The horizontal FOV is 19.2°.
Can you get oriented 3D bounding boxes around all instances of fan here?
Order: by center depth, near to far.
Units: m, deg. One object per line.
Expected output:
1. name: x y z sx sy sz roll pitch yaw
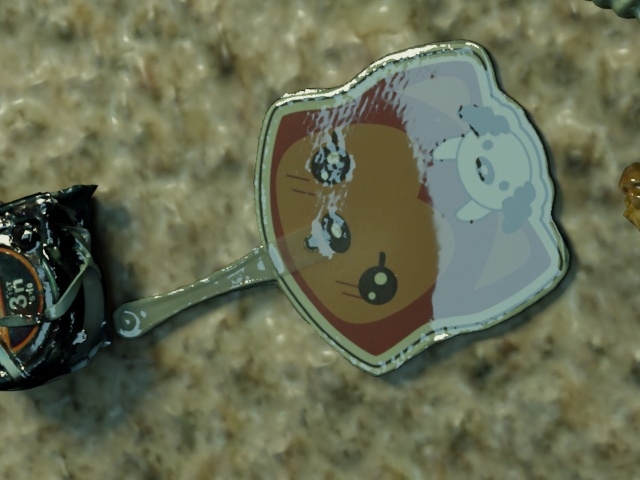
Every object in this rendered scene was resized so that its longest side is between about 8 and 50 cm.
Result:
1. fan: 0.000 0.000 0.840 0.220 0.009 0.132 -24 86 20

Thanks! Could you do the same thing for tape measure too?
1. tape measure: -0.142 0.022 0.869 0.091 0.054 0.094 -2 90 22

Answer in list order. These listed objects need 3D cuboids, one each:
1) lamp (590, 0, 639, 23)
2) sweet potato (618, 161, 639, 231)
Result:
1. lamp: 0.122 -0.172 0.731 0.106 0.106 0.193 -24 79 21
2. sweet potato: 0.247 -0.094 0.675 0.337 0.131 0.131 -39 83 19
